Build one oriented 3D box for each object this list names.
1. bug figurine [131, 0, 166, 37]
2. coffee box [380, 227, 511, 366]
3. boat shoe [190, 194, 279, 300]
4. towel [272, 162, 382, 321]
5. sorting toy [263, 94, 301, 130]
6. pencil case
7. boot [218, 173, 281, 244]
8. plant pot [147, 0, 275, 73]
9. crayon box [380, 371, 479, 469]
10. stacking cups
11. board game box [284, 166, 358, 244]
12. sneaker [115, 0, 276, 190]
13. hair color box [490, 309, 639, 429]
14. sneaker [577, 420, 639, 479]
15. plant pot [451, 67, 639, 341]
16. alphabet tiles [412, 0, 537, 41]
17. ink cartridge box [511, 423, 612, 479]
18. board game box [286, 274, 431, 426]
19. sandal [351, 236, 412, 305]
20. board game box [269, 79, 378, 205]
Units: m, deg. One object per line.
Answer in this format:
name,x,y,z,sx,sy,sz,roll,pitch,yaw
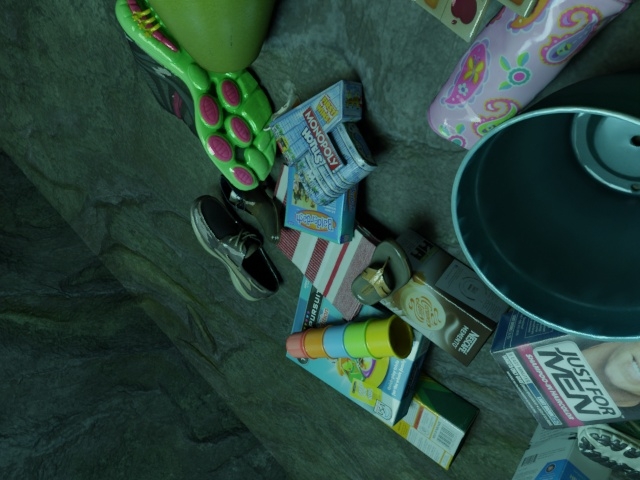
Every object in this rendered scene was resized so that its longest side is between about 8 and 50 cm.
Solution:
bug figurine,-0.302,-0.518,0.933,0.072,0.279,0.216,2,145,25
coffee box,0.232,0.110,1.008,0.246,0.098,0.141,36,142,22
boat shoe,-0.224,0.016,1.437,0.130,0.132,0.355,-10,123,41
towel,0.000,0.000,1.160,0.329,0.037,0.237,45,136,25
sorting toy,-0.081,-0.252,1.050,0.045,0.075,0.083,56,146,-7
pencil case,0.254,-0.234,0.654,0.124,0.124,0.284,46,145,8
boot,-0.166,-0.077,1.201,0.219,0.106,0.082,67,149,31
plant pot,-0.184,-0.437,0.864,0.275,0.275,0.293,39,160,17
crayon box,0.225,0.418,1.315,0.323,0.083,0.203,30,140,26
stacking cups,0.052,0.234,1.149,0.316,0.096,0.096,-18,108,40
board game box,0.002,-0.114,1.044,0.160,0.047,0.210,20,112,37
sneaker,-0.260,-0.331,1.133,0.483,0.185,0.202,58,163,-4
hair color box,0.446,0.154,0.725,0.347,0.105,0.174,-28,103,40
sneaker,0.559,0.346,0.853,0.275,0.110,0.107,31,139,-5
plant pot,0.335,-0.069,0.589,0.271,0.255,0.272,29,139,28
alphabet tiles,0.180,-0.419,0.556,0.285,0.011,0.342,54,145,31
ink cartridge box,0.452,0.397,0.933,0.086,0.203,0.148,42,145,9
board game box,0.084,0.245,1.234,0.336,0.079,0.254,25,113,32
sandal,0.105,0.074,0.981,0.090,0.060,0.219,50,146,7
board game box,0.016,-0.192,0.943,0.194,0.060,0.194,-37,74,40
